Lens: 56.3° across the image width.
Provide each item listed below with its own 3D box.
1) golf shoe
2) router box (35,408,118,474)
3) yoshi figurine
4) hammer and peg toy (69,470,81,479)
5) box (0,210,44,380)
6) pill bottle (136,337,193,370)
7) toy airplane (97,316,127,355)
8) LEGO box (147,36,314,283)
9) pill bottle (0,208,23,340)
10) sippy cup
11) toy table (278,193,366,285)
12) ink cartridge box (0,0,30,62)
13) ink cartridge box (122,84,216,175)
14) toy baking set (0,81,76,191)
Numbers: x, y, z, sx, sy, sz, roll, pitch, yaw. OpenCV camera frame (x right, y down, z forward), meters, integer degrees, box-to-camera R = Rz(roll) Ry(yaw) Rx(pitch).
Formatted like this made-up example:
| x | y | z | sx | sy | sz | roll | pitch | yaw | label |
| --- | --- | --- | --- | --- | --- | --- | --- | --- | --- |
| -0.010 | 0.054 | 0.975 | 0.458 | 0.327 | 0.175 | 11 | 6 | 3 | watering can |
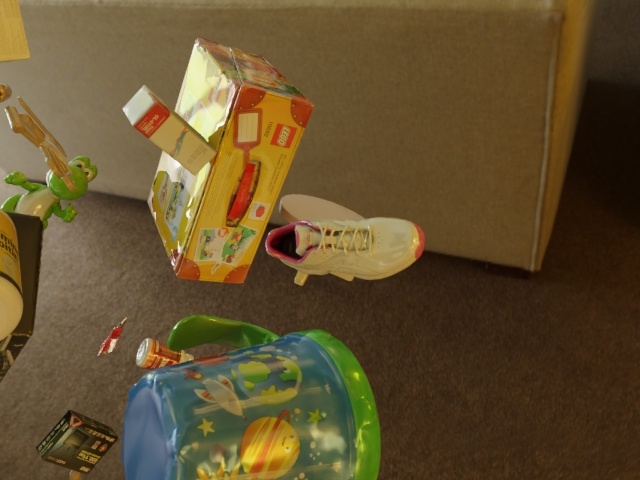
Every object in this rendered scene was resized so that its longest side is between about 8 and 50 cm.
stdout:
| x | y | z | sx | sy | sz | roll | pitch | yaw | label |
| --- | --- | --- | --- | --- | --- | --- | --- | --- | --- |
| 0.035 | 0.011 | 1.091 | 0.306 | 0.140 | 0.115 | -7 | 77 | 34 | golf shoe |
| -0.468 | 0.391 | 1.157 | 0.038 | 0.122 | 0.092 | 32 | 77 | 41 | router box |
| -0.852 | -0.126 | 1.846 | 0.362 | 0.203 | 0.203 | -42 | 58 | -5 | yoshi figurine |
| -0.601 | 0.643 | 1.227 | 0.127 | 0.266 | 0.361 | 11 | 28 | 2 | hammer and peg toy |
| -0.915 | 0.133 | 1.301 | 0.479 | 0.471 | 0.298 | 10 | 57 | -33 | box |
| -0.456 | 0.348 | 1.764 | 0.086 | 0.152 | 0.086 | -38 | 39 | 39 | pill bottle |
| -0.616 | 0.288 | 1.771 | 0.151 | 0.028 | 0.151 | -50 | 20 | 25 | toy airplane |
| -0.254 | -0.205 | 1.525 | 0.193 | 0.501 | 0.372 | 8 | 29 | -33 | LEGO box |
| -0.372 | 0.019 | 0.624 | 0.103 | 0.103 | 0.184 | -27 | 46 | -8 | pill bottle |
| -0.090 | 0.221 | 0.667 | 0.305 | 0.224 | 0.240 | 6 | 92 | 53 | sippy cup |
| 0.000 | 0.000 | 1.636 | 0.274 | 0.161 | 0.252 | 28 | 32 | 15 | toy table |
| -0.431 | -0.274 | 0.684 | 0.045 | 0.146 | 0.179 | 5 | 21 | 26 | ink cartridge box |
| -0.320 | -0.232 | 1.275 | 0.072 | 0.175 | 0.127 | -46 | 38 | 3 | ink cartridge box |
| -0.470 | -0.171 | 0.977 | 0.030 | 0.197 | 0.256 | -33 | 28 | -9 | toy baking set |
